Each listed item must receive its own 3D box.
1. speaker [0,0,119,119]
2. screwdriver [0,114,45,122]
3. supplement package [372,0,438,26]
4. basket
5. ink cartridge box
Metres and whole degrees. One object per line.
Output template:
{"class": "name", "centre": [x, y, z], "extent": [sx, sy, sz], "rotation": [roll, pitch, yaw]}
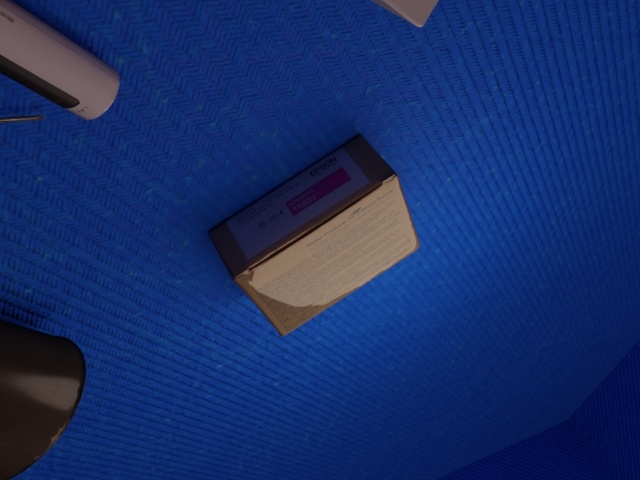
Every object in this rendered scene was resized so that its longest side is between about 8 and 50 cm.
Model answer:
{"class": "speaker", "centre": [-0.230, -0.150, 0.639], "extent": [0.055, 0.055, 0.136], "rotation": [-42, 148, 11]}
{"class": "screwdriver", "centre": [-0.320, -0.100, 0.658], "extent": [0.170, 0.025, 0.024], "rotation": [-15, 143, -34]}
{"class": "supplement package", "centre": [0.019, -0.313, 0.462], "extent": [0.198, 0.199, 0.262], "rotation": [19, 109, -45]}
{"class": "basket", "centre": [-0.393, 0.145, 0.799], "extent": [0.204, 0.154, 0.227], "rotation": [-39, 144, 3]}
{"class": "ink cartridge box", "centre": [0.000, 0.000, 1.018], "extent": [0.235, 0.088, 0.193], "rotation": [-32, 147, -3]}
